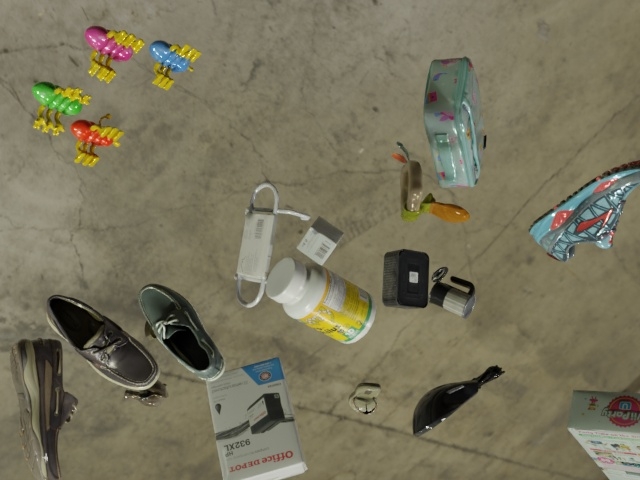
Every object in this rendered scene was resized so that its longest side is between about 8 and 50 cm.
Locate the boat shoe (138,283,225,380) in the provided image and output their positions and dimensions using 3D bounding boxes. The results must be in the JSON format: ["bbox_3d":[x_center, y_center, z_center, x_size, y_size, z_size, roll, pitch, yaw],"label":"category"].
[{"bbox_3d":[-0.365,0.225,1.583,0.116,0.319,0.099,-41,165,-6],"label":"boat shoe"}]

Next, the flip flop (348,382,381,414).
[{"bbox_3d":[0.169,0.596,2.271,0.112,0.080,0.277,-1,149,-7],"label":"flip flop"}]

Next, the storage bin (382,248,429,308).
[{"bbox_3d":[0.272,0.124,1.960,0.122,0.084,0.180,9,79,-27],"label":"storage bin"}]

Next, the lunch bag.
[{"bbox_3d":[0.315,-0.261,1.427,0.108,0.224,0.279,-3,144,22],"label":"lunch bag"}]

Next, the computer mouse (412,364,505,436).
[{"bbox_3d":[0.251,0.333,1.284,0.262,0.060,0.184,-22,160,-38],"label":"computer mouse"}]

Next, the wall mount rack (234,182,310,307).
[{"bbox_3d":[-0.176,0.016,1.769,0.131,0.304,0.349,14,84,-46],"label":"wall mount rack"}]

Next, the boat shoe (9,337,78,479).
[{"bbox_3d":[-0.654,0.406,1.492,0.130,0.132,0.355,-7,89,-38],"label":"boat shoe"}]

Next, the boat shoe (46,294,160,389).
[{"bbox_3d":[-0.465,0.212,1.294,0.103,0.285,0.092,-50,174,-18],"label":"boat shoe"}]

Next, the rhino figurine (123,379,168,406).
[{"bbox_3d":[-0.467,0.411,1.680,0.106,0.243,0.073,16,76,-8],"label":"rhino figurine"}]

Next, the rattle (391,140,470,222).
[{"bbox_3d":[0.230,-0.130,1.317,0.143,0.199,0.130,-9,126,9],"label":"rattle"}]

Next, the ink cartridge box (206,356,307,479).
[{"bbox_3d":[-0.182,0.516,1.736,0.223,0.307,0.129,-14,151,-5],"label":"ink cartridge box"}]

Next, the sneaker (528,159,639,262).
[{"bbox_3d":[0.536,-0.049,1.181,0.104,0.125,0.262,-23,164,-43],"label":"sneaker"}]

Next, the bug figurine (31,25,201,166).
[{"bbox_3d":[-0.335,-0.248,0.989,0.279,0.072,0.216,-40,162,11],"label":"bug figurine"}]

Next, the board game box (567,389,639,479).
[{"bbox_3d":[0.688,0.435,1.293,0.303,0.224,0.097,47,53,-32],"label":"board game box"}]

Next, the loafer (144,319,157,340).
[{"bbox_3d":[-0.476,0.230,1.842,0.056,0.050,0.148,42,58,-42],"label":"loafer"}]

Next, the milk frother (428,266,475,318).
[{"bbox_3d":[0.437,0.169,2.041,0.143,0.135,0.129,35,80,-57],"label":"milk frother"}]

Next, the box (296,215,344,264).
[{"bbox_3d":[0.000,0.000,1.940,0.101,0.102,0.087,-56,178,33],"label":"box"}]

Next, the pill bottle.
[{"bbox_3d":[0.000,0.115,1.213,0.208,0.117,0.117,32,103,-32],"label":"pill bottle"}]
